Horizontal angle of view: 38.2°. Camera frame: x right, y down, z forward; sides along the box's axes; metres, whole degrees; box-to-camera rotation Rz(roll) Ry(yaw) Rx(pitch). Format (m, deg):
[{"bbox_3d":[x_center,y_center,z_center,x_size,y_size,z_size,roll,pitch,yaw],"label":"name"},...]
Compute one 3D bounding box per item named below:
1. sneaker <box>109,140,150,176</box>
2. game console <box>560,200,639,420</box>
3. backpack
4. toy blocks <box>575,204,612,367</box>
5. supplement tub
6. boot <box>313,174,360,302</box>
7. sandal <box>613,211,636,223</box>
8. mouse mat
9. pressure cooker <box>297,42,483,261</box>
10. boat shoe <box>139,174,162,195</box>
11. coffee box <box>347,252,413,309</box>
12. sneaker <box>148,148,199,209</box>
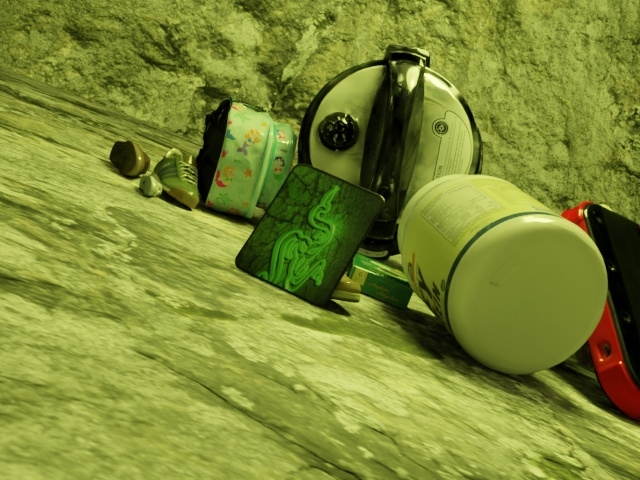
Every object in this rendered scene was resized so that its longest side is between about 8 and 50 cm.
[{"bbox_3d":[-0.365,-0.162,1.845,0.071,0.066,0.188,19,7,-28],"label":"sneaker"},{"bbox_3d":[0.545,0.132,1.503,0.342,0.060,0.387,22,47,-31],"label":"game console"},{"bbox_3d":[-0.153,-0.158,1.830,0.191,0.225,0.253,16,11,-8],"label":"backpack"},{"bbox_3d":[0.370,0.097,1.703,0.260,0.309,0.288,-24,21,-33],"label":"toy blocks"},{"bbox_3d":[0.259,0.034,1.407,0.235,0.235,0.325,20,13,-19],"label":"supplement tub"},{"bbox_3d":[0.007,-0.008,1.350,0.077,0.165,0.213,18,6,-35],"label":"boot"},{"bbox_3d":[0.537,0.106,1.840,0.167,0.107,0.446,30,-25,26],"label":"sandal"},{"bbox_3d":[-0.015,-0.012,1.301,0.152,0.190,0.007,24,-19,20],"label":"mouse mat"},{"bbox_3d":[0.129,-0.159,1.870,0.370,0.375,0.420,58,-6,8],"label":"pressure cooker"},{"bbox_3d":[-0.302,-0.097,1.671,0.035,0.035,0.100,16,2,-22],"label":"boat shoe"},{"bbox_3d":[0.101,0.068,1.598,0.113,0.040,0.184,22,6,-1],"label":"coffee box"},{"bbox_3d":[-0.264,-0.125,1.741,0.064,0.086,0.192,35,-2,-33],"label":"sneaker"}]
